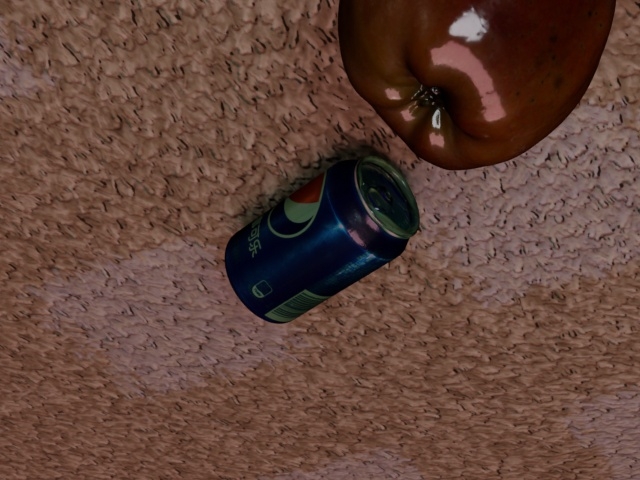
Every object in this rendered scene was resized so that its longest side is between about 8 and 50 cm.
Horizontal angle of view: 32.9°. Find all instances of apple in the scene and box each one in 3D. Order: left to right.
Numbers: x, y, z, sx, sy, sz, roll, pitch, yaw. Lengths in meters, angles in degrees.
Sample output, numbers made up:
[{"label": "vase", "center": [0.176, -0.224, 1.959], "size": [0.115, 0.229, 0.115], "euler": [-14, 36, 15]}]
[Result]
[{"label": "apple", "center": [0.120, -0.177, 0.862], "size": [0.234, 0.234, 0.234], "euler": [3, 137, 3]}]

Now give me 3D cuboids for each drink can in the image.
[{"label": "drink can", "center": [0.000, 0.000, 1.138], "size": [0.205, 0.118, 0.118], "euler": [-32, 126, 33]}]
